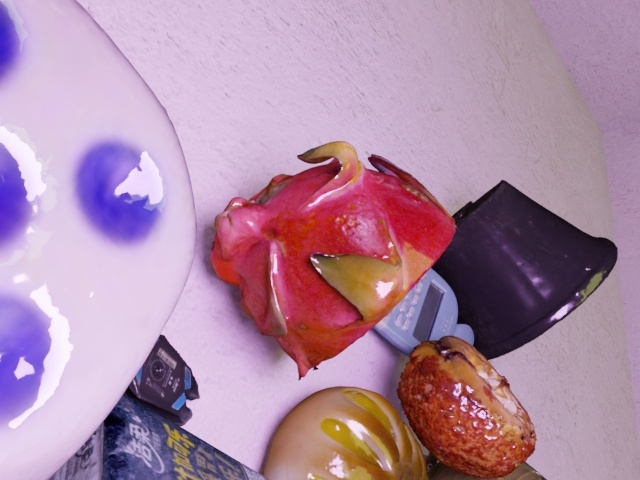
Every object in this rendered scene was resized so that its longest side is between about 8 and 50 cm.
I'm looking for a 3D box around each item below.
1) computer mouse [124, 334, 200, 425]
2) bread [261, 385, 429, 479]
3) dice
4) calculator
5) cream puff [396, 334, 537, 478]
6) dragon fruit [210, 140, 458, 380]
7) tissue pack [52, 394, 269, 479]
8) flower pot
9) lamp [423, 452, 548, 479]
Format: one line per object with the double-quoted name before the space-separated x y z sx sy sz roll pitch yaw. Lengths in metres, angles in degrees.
"computer mouse" -0.188 0.158 0.642 0.135 0.047 0.079 54 34 -37
"bread" 0.058 0.367 0.777 0.333 0.160 0.333 23 60 -46
"dice" -0.288 -0.005 0.379 0.304 0.276 0.304 51 43 -32
"calculator" 0.165 0.116 1.037 0.302 0.042 0.188 41 49 -14
"cream puff" 0.220 0.260 0.889 0.240 0.164 0.240 39 24 -21
"dragon fruit" 0.000 0.000 0.747 0.226 0.305 0.305 46 42 -1
"tissue pack" -0.126 0.266 0.553 0.257 0.185 0.081 41 88 -26
"flower pot" 0.365 0.045 1.170 0.251 0.379 0.379 50 40 0
"lamp" 0.261 0.464 0.962 0.250 0.284 0.250 -30 139 -30
